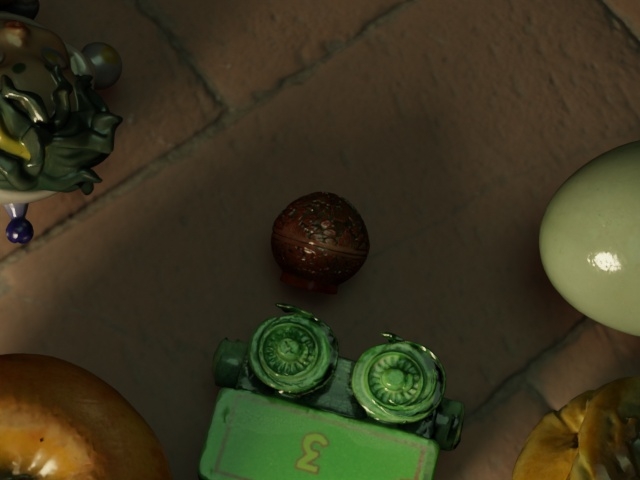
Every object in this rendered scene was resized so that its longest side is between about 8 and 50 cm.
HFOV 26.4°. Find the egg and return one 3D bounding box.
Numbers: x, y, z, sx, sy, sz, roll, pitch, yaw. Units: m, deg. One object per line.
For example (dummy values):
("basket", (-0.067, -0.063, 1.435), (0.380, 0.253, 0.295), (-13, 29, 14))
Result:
("egg", (0.355, -0.002, 1.339), (0.283, 0.203, 0.203), (-4, 66, -6))

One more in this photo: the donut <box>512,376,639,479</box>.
("donut", (0.345, 0.277, 1.234), (0.360, 0.170, 0.360), (5, 65, -11))

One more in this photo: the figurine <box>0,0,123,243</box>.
("figurine", (-0.330, -0.189, 1.361), (0.261, 0.186, 0.382), (-14, 62, -24))

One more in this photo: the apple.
("apple", (-0.259, 0.232, 1.145), (0.286, 0.233, 0.286), (3, 65, -7))

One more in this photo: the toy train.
("toy train", (0.007, 0.178, 1.261), (0.243, 0.132, 0.188), (14, 69, 2))

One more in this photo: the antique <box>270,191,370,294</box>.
("antique", (0.000, 0.000, 1.353), (0.104, 0.104, 0.104), (3, 65, -6))
